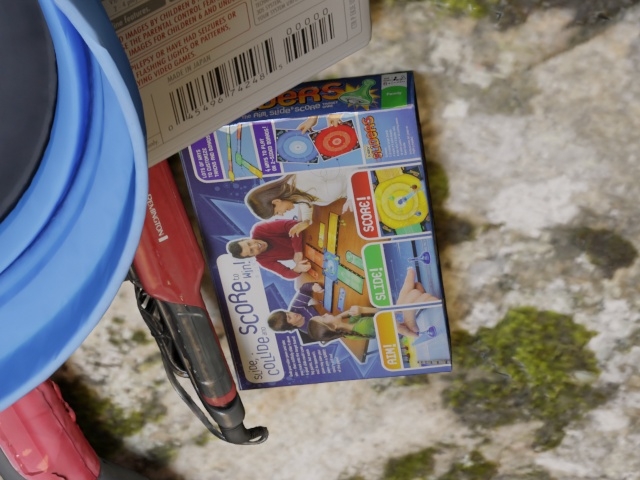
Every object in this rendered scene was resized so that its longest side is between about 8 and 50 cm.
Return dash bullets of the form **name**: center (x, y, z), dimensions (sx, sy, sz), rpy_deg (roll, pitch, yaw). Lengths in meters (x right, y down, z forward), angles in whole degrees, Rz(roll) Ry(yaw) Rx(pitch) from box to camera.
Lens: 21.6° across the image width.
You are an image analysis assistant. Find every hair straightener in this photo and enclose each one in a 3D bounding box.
- **hair straightener**: center (-0.086, 0.029, 0.991), dimensions (0.047, 0.089, 0.230), rpy_deg (-33, 118, -16)

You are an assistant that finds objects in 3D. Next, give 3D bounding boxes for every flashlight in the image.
- **flashlight**: center (-0.167, 0.122, 1.050), dimensions (0.103, 0.103, 0.304), rpy_deg (-28, 126, -9)

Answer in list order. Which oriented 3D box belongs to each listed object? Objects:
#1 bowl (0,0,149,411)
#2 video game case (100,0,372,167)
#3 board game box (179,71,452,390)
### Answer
- **bowl**: center (-0.261, -0.035, 0.617), dimensions (0.391, 0.077, 0.391), rpy_deg (-6, 142, -5)
- **video game case**: center (-0.126, -0.125, 0.737), dimensions (0.329, 0.036, 0.300), rpy_deg (-30, 146, -16)
- **board game box**: center (0.000, 0.000, 0.983), dimensions (0.136, 0.035, 0.201), rpy_deg (-5, 128, 6)
